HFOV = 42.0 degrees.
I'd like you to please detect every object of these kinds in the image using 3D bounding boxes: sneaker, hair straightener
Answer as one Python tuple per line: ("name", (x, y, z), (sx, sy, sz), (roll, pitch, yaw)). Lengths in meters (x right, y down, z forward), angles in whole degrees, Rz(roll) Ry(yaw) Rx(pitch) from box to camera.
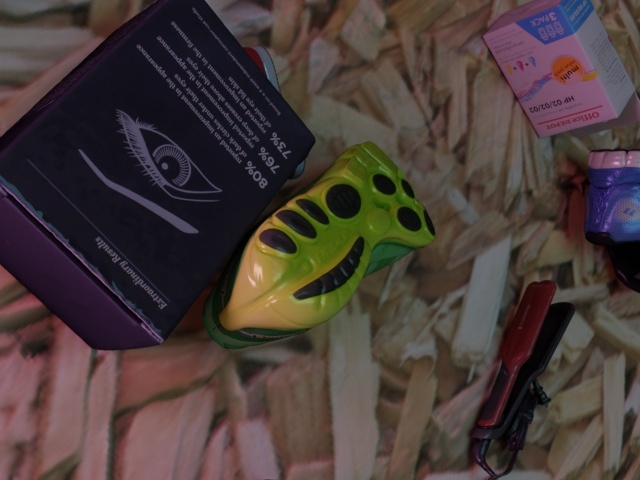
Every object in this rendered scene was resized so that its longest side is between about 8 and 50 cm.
("sneaker", (0.431, 0.006, 1.044), (0.330, 0.130, 0.147), (23, 83, -32))
("sneaker", (-0.058, -0.101, 0.687), (0.067, 0.042, 0.118), (-19, 87, -44))
("hair straightener", (0.220, 0.157, 0.870), (0.089, 0.047, 0.230), (41, 59, -27))
("sneaker", (0.000, 0.000, 0.681), (0.109, 0.124, 0.295), (59, 33, 1))

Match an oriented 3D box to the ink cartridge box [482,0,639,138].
("ink cartridge box", (0.278, -0.184, 0.941), (0.181, 0.104, 0.061), (54, 54, -19))

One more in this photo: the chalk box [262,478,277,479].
("chalk box", (-0.085, 0.280, 0.510), (0.289, 0.180, 0.179), (-9, 88, -39))

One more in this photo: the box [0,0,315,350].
("box", (-0.127, -0.050, 0.578), (0.153, 0.108, 0.207), (50, 55, -22))
